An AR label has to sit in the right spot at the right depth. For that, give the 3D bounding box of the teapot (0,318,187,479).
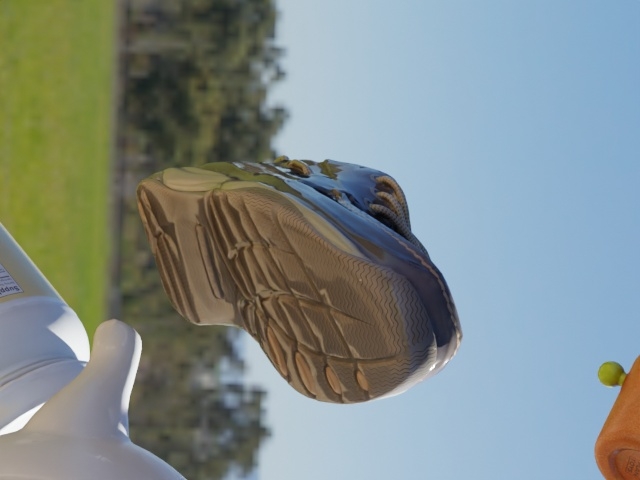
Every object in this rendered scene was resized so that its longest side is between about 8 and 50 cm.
[{"bbox_3d":[-0.149,0.228,1.195,0.256,0.252,0.187,-42,177,14],"label":"teapot"}]

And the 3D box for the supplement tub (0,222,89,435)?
[{"bbox_3d":[-0.363,0.086,1.794,0.331,0.241,0.241,48,-23,21],"label":"supplement tub"}]

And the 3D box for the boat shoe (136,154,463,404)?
[{"bbox_3d":[0.000,0.000,1.225,0.355,0.130,0.132,26,-46,60],"label":"boat shoe"}]

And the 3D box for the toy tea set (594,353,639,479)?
[{"bbox_3d":[0.339,0.173,1.338,0.124,0.336,0.200,-48,-171,-35],"label":"toy tea set"}]
